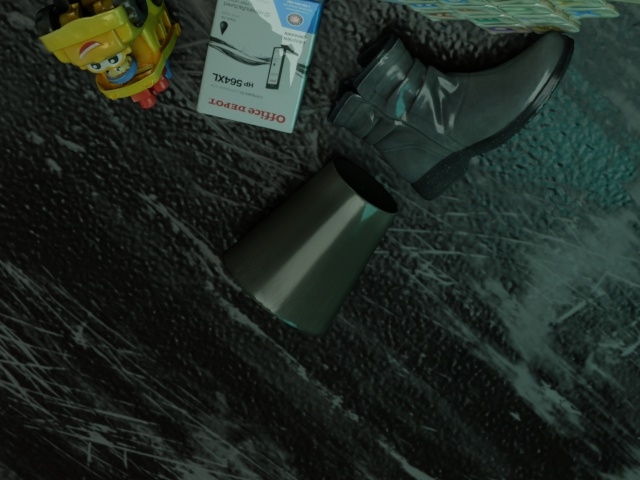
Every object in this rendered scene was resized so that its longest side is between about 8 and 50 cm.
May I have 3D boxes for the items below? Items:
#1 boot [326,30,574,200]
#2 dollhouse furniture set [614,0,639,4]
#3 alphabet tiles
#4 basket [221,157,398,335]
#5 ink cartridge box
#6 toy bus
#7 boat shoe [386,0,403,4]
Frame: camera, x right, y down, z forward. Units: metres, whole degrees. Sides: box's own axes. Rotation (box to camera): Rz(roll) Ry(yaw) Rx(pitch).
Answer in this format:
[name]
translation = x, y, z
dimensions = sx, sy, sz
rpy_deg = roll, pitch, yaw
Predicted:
[boot]
translation = 0.174, -0.220, 1.781
dimensions = 0.223, 0.118, 0.338
rpy_deg = 40, 120, -12
[dollhouse furniture set]
translation = 0.410, -0.446, 1.599
dimensions = 0.212, 0.161, 0.242
rpy_deg = 5, 134, -9
[alphabet tiles]
translation = 0.239, -0.310, 1.659
dimensions = 0.278, 0.284, 0.021
rpy_deg = 5, 89, 29
[basket]
translation = 0.000, 0.000, 1.905
dimensions = 0.204, 0.154, 0.227
rpy_deg = 36, 110, -13
[ink cartridge box]
translation = -0.085, -0.272, 1.814
dimensions = 0.148, 0.086, 0.203
rpy_deg = 13, 115, -1
[toy bus]
translation = -0.278, -0.273, 1.766
dimensions = 0.150, 0.220, 0.211
rpy_deg = -15, 119, 15
[boat shoe]
translation = 0.104, -0.385, 1.739
dimensions = 0.301, 0.108, 0.102
rpy_deg = 7, 88, 0
